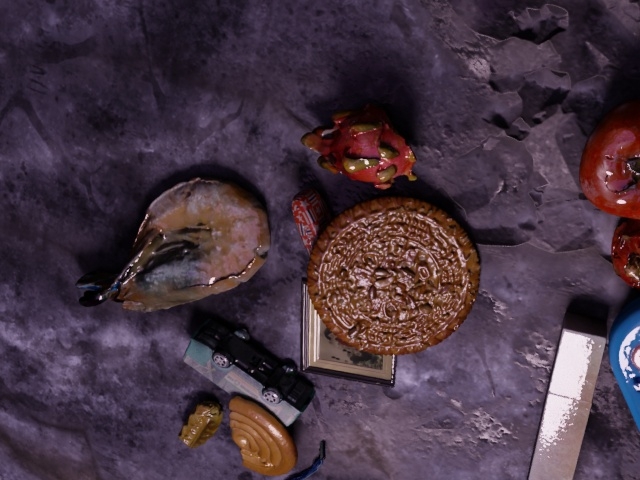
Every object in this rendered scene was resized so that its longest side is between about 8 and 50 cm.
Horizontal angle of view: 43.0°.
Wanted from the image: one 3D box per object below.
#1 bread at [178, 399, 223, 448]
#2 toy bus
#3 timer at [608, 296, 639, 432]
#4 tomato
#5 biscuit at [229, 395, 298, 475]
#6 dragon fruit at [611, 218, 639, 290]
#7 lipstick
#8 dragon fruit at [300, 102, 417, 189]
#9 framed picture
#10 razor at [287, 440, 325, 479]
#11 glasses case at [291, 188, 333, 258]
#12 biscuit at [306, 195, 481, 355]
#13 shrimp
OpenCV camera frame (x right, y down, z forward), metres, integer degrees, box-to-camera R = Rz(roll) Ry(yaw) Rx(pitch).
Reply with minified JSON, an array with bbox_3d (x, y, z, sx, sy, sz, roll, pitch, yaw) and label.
[{"bbox_3d":[-0.243,0.376,1.682,0.066,0.060,0.110,29,113,-8],"label":"bread"},{"bbox_3d":[-0.140,0.260,1.592,0.262,0.091,0.109,36,127,5],"label":"toy bus"},{"bbox_3d":[0.641,0.212,1.284,0.309,0.115,0.340,-21,104,25],"label":"timer"},{"bbox_3d":[0.481,-0.119,1.206,0.187,0.151,0.187,7,108,23],"label":"tomato"},{"bbox_3d":[-0.112,0.405,1.612,0.144,0.033,0.224,18,136,22],"label":"biscuit"},{"bbox_3d":[0.500,0.011,1.272,0.083,0.106,0.162,23,117,11],"label":"dragon fruit"},{"bbox_3d":[0.424,0.311,1.419,0.076,0.080,0.371,12,112,16],"label":"lipstick"},{"bbox_3d":[0.066,-0.158,1.350,0.208,0.150,0.133,9,143,21],"label":"dragon fruit"},{"bbox_3d":[0.053,0.175,1.535,0.195,0.010,0.199,7,111,16],"label":"framed picture"},{"bbox_3d":[-0.029,0.471,1.658,0.028,0.044,0.154,28,121,-22],"label":"razor"},{"bbox_3d":[0.000,0.000,1.454,0.049,0.073,0.194,-13,108,31],"label":"glasses case"},{"bbox_3d":[0.127,0.068,1.411,0.305,0.038,0.305,0,108,1],"label":"biscuit"},{"bbox_3d":[-0.294,0.026,1.555,0.446,0.110,0.221,-24,94,21],"label":"shrimp"}]
